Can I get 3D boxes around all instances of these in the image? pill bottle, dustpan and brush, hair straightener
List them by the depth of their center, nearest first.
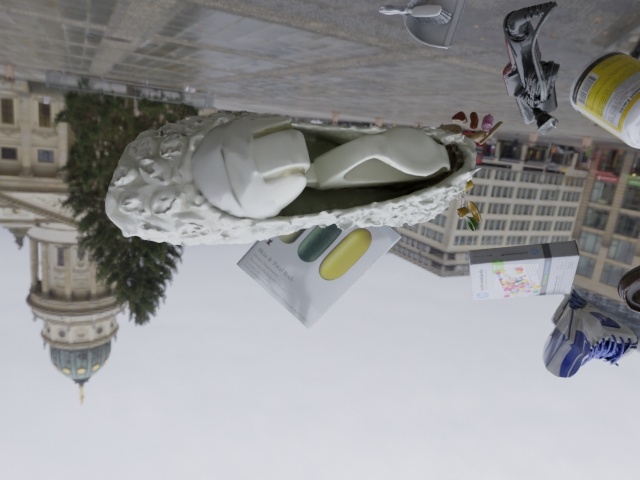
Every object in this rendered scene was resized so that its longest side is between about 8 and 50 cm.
[{"bbox_3d":[0.212,-0.151,0.425,0.047,0.089,0.230,-27,168,19],"label":"hair straightener"},{"bbox_3d":[0.540,-0.230,0.762,0.119,0.119,0.209,3,-141,-18],"label":"pill bottle"},{"bbox_3d":[0.233,-0.547,1.078,0.060,0.148,0.211,6,-165,-45],"label":"dustpan and brush"}]

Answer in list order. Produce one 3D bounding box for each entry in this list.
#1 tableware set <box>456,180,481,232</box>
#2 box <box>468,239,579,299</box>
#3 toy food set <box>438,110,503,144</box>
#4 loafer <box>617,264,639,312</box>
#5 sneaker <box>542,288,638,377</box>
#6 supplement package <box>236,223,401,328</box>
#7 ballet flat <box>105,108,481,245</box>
[{"bbox_3d":[0.280,-0.080,0.878,0.024,0.104,0.154,-26,150,4],"label":"tableware set"},{"bbox_3d":[0.390,0.062,0.876,0.186,0.145,0.038,-5,-126,17],"label":"box"},{"bbox_3d":[0.289,-0.216,0.859,0.019,0.078,0.122,43,-176,-38],"label":"toy food set"},{"bbox_3d":[0.830,0.120,0.947,0.365,0.134,0.130,-8,-152,51],"label":"loafer"},{"bbox_3d":[0.664,0.238,1.084,0.182,0.128,0.315,30,-149,22],"label":"sneaker"},{"bbox_3d":[0.000,0.000,0.945,0.199,0.263,0.198,43,-169,-6],"label":"supplement package"},{"bbox_3d":[-0.005,-0.081,0.470,0.408,0.147,0.147,-7,-162,-25],"label":"ballet flat"}]
